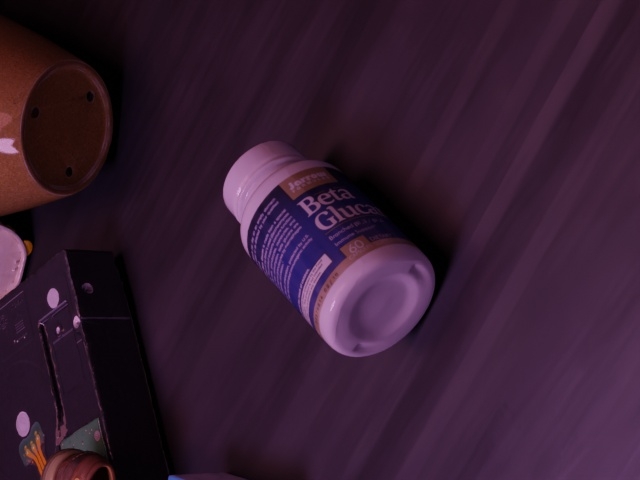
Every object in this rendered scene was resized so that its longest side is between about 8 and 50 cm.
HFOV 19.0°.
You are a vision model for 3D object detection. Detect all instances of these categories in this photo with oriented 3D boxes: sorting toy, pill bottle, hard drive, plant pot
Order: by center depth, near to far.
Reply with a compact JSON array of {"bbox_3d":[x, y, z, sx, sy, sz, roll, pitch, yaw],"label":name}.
[{"bbox_3d":[0.000,0.000,1.395,0.169,0.094,0.094,46,121,39],"label":"pill bottle"},{"bbox_3d":[-0.224,0.207,1.665,0.237,0.064,0.339,-36,61,42],"label":"hard drive"},{"bbox_3d":[-0.316,-0.113,1.689,0.254,0.237,0.237,8,94,35],"label":"plant pot"},{"bbox_3d":[-0.307,0.011,1.789,0.075,0.045,0.083,38,117,51],"label":"sorting toy"}]

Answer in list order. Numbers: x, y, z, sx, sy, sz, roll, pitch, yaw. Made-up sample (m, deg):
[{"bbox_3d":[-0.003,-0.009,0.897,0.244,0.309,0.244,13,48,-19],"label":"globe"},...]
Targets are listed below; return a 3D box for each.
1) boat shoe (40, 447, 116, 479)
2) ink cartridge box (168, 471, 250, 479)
[{"bbox_3d":[-0.192,0.256,1.531,0.060,0.064,0.178,-4,83,50],"label":"boat shoe"},{"bbox_3d":[-0.074,0.279,1.491,0.104,0.060,0.180,9,95,48],"label":"ink cartridge box"}]
